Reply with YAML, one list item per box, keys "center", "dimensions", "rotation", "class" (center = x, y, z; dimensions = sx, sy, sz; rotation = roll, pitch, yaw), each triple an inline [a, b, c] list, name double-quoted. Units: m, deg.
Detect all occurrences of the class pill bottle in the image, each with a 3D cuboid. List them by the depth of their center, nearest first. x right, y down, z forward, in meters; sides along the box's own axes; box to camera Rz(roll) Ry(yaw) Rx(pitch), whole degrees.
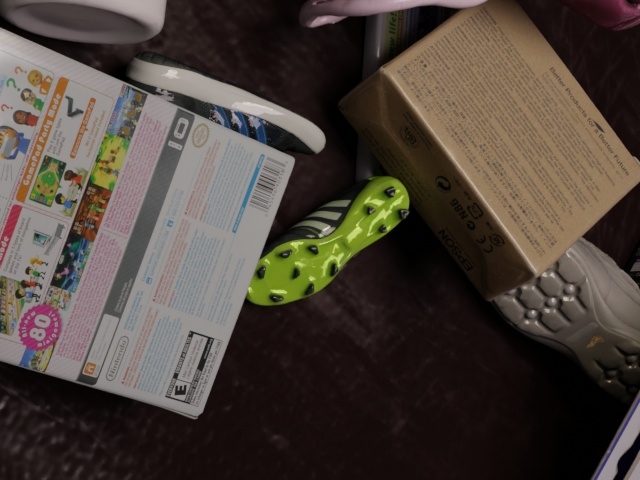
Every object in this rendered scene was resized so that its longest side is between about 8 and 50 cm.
- center: [-0.175, -0.277, 1.185]
  dimensions: [0.131, 0.131, 0.229]
  rotation: [12, 80, -41]
  class: "pill bottle"

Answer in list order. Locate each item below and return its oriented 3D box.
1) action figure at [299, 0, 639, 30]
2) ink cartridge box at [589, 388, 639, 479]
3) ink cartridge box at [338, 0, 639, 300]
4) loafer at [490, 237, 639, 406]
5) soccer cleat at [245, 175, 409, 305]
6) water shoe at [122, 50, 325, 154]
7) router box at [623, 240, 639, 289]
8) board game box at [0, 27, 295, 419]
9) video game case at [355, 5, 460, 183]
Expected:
- center: [0.207, -0.257, 1.335]
  dimensions: [0.370, 0.248, 0.276]
  rotation: [20, 86, -27]
  class: "action figure"
- center: [0.373, 0.222, 1.594]
  dimensions: [0.330, 0.071, 0.324]
  rotation: [15, 107, -40]
  class: "ink cartridge box"
- center: [0.161, -0.093, 1.427]
  dimensions: [0.193, 0.088, 0.235]
  rotation: [-38, 92, -37]
  class: "ink cartridge box"
- center: [0.256, 0.053, 1.580]
  dimensions: [0.319, 0.112, 0.111]
  rotation: [43, 26, -30]
  class: "loafer"
- center: [0.000, 0.000, 1.376]
  dimensions: [0.179, 0.072, 0.060]
  rotation: [-33, 112, -15]
  class: "soccer cleat"
- center: [-0.089, -0.096, 1.307]
  dimensions: [0.203, 0.073, 0.080]
  rotation: [19, 98, -36]
  class: "water shoe"
- center: [0.409, 0.076, 1.740]
  dimensions: [0.179, 0.046, 0.133]
  rotation: [50, 58, -28]
  class: "router box"
- center: [-0.192, -0.013, 1.149]
  dimensions: [0.303, 0.097, 0.224]
  rotation: [23, 86, -39]
  class: "board game box"
- center: [0.116, -0.145, 1.508]
  dimensions: [0.193, 0.023, 0.212]
  rotation: [9, 82, -41]
  class: "video game case"
